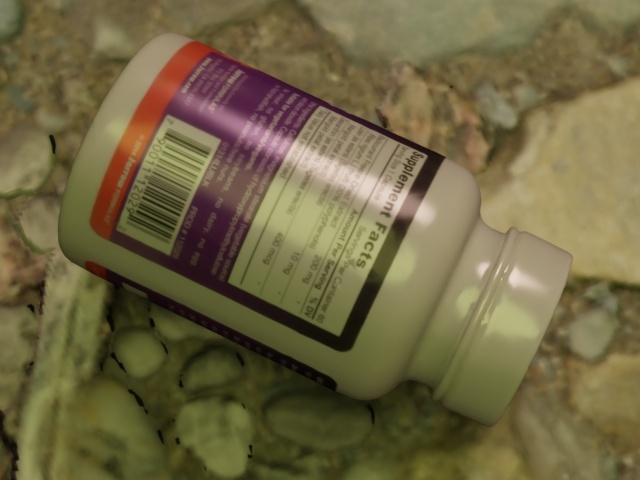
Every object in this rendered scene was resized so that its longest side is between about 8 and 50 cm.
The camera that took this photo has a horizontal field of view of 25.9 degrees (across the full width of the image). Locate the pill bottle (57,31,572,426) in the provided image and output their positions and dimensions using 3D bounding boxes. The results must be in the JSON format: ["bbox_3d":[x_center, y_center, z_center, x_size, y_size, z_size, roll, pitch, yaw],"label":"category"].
[{"bbox_3d":[0.000,0.000,0.578,0.193,0.108,0.108,26,79,4],"label":"pill bottle"}]
